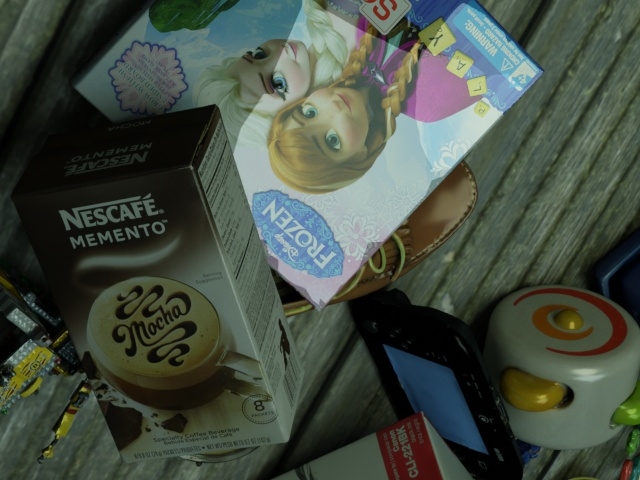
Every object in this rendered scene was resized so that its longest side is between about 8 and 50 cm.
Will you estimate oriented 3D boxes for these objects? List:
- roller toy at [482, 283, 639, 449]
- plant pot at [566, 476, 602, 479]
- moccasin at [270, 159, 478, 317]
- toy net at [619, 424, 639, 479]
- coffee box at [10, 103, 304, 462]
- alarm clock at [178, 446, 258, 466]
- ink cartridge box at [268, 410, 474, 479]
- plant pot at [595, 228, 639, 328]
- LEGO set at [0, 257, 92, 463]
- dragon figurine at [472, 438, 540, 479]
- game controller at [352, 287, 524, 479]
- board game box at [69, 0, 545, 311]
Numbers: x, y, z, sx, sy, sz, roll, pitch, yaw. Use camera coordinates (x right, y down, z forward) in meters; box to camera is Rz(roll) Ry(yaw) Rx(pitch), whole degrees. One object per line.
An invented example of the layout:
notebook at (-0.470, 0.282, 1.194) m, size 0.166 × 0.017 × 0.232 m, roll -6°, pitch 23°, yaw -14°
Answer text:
roller toy at (0.293, 0.149, 1.797) m, size 0.209 × 0.191 × 0.146 m, roll -7°, pitch 123°, yaw -17°
plant pot at (0.388, 0.406, 2.105) m, size 0.134 × 0.134 × 0.095 m, roll -52°, pitch 162°, yaw 6°
moccasin at (-0.001, -0.003, 1.501) m, size 0.380 × 0.147 × 0.139 m, roll -16°, pitch 86°, yaw -20°
toy net at (0.469, 0.354, 2.138) m, size 0.122 × 0.045 × 0.232 m, roll -42°, pitch 141°, yaw -53°
coffee box at (-0.138, 0.044, 1.314) m, size 0.168 × 0.119 × 0.297 m, roll -10°, pitch 120°, yaw 14°
alarm clock at (-0.125, 0.168, 1.572) m, size 0.129 × 0.064 × 0.192 m, roll -19°, pitch 135°, yaw 12°
ink cartridge box at (0.049, 0.347, 1.751) m, size 0.273 × 0.114 × 0.197 m, roll -26°, pitch 135°, yaw 9°
plant pot at (0.497, 0.083, 1.881) m, size 0.236 × 0.212 × 0.236 m, roll -38°, pitch 134°, yaw -14°
LEGO set at (-0.330, 0.159, 1.346) m, size 0.331 × 0.192 × 0.255 m, roll -38°, pitch 134°, yaw -8°
dragon figurine at (0.166, 0.349, 1.917) m, size 0.289 × 0.085 × 0.144 m, roll -31°, pitch 133°, yaw -16°
game controller at (0.144, 0.179, 1.729) m, size 0.067 × 0.166 × 0.319 m, roll -45°, pitch 136°, yaw -19°
board game box at (-0.009, -0.153, 1.362) m, size 0.318 × 0.066 × 0.318 m, roll 42°, pitch 91°, yaw -18°
